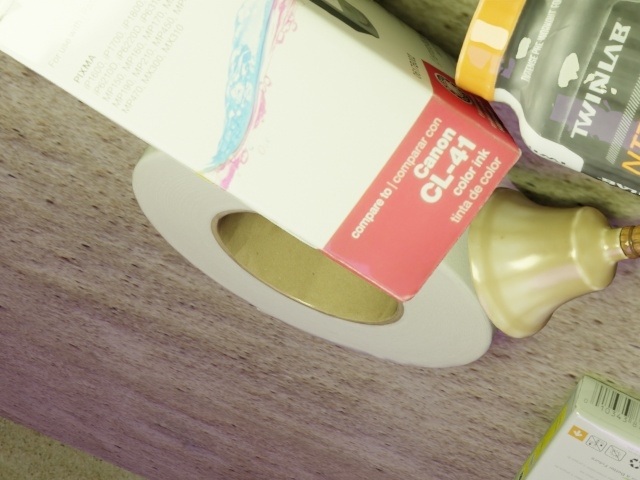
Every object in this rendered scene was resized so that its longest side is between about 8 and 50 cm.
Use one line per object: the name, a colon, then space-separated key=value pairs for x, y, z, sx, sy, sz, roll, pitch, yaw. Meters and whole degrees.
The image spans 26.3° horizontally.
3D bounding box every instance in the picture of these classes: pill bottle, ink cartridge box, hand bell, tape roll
pill bottle: x=0.206 y=-0.088 z=0.811 sx=0.245 sy=0.130 sz=0.130 roll=23 pitch=158 yaw=10
ink cartridge box: x=0.364 y=0.316 z=1.515 sx=0.303 sy=0.072 sz=0.307 roll=25 pitch=139 yaw=2
ink cartridge box: x=-0.041 y=-0.121 z=0.892 sx=0.306 sy=0.131 sz=0.226 roll=34 pitch=-164 yaw=-16
hand bell: x=0.246 y=-0.002 z=1.046 sx=0.242 sy=0.126 sz=0.126 roll=-13 pitch=137 yaw=40
tape roll: x=0.000 y=0.000 z=1.340 sx=0.392 sy=0.072 sz=0.392 roll=23 pitch=158 yaw=10
